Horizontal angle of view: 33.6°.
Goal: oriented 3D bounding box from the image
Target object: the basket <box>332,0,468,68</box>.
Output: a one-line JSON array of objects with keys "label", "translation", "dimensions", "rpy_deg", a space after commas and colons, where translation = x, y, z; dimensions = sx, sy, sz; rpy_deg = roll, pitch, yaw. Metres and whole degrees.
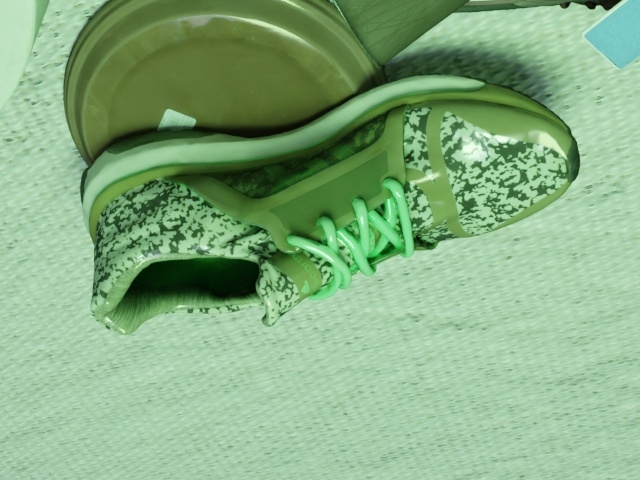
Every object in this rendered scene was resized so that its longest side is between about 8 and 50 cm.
[{"label": "basket", "translation": [0.093, -0.246, 0.663], "dimensions": [0.227, 0.204, 0.154], "rpy_deg": [-29, 144, 12]}]

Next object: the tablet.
[{"label": "tablet", "translation": [0.224, -0.154, 0.725], "dimensions": [0.083, 0.006, 0.054], "rpy_deg": [-38, 135, 27]}]

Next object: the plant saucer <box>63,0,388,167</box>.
[{"label": "plant saucer", "translation": [-0.078, -0.096, 0.888], "dimensions": [0.278, 0.041, 0.277], "rpy_deg": [1, 134, 1]}]

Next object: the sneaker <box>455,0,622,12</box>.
[{"label": "sneaker", "translation": [0.216, -0.171, 0.771], "dimensions": [0.281, 0.106, 0.162], "rpy_deg": [-12, 135, 11]}]

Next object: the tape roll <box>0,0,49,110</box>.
[{"label": "tape roll", "translation": [-0.287, -0.172, 0.577], "dimensions": [0.286, 0.100, 0.286], "rpy_deg": [0, 134, 0]}]

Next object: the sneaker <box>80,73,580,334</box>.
[{"label": "sneaker", "translation": [0.000, 0.000, 0.824], "dimensions": [0.410, 0.182, 0.158], "rpy_deg": [-11, 131, 11]}]
